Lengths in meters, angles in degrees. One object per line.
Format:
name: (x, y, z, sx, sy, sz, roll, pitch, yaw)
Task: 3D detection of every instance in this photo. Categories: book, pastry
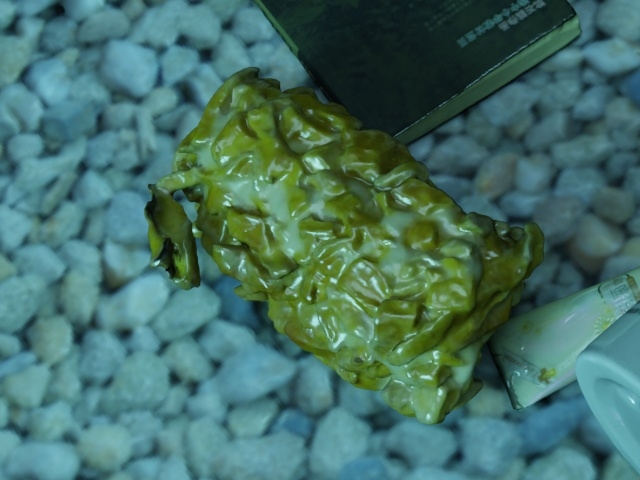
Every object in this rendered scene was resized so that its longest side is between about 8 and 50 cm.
book: (0.042, -0.173, 1.270, 0.160, 0.024, 0.228, -33, 61, -6)
pastry: (0.000, 0.000, 1.139, 0.250, 0.102, 0.154, 32, 75, 26)

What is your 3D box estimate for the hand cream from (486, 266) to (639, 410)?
hand cream: (0.165, 0.043, 1.126, 0.143, 0.039, 0.061, -25, 60, 4)

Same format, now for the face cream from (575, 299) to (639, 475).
face cream: (0.319, 0.000, 1.053, 0.369, 0.145, 0.145, -40, 62, -9)
